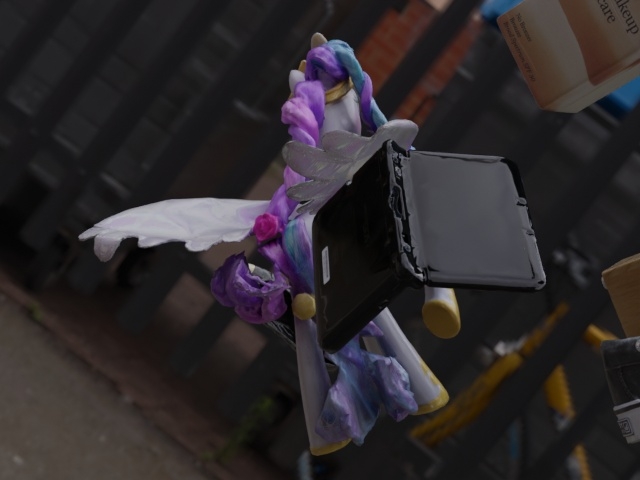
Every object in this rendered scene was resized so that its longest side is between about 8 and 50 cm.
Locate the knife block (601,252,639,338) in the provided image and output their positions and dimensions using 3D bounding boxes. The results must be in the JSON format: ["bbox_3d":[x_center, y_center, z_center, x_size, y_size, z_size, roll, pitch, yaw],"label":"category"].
[{"bbox_3d":[0.404,0.046,1.391,0.088,0.242,0.276,-18,87,-63],"label":"knife block"}]

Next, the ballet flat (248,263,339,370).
[{"bbox_3d":[-0.038,0.084,1.697,0.173,0.057,0.049,40,-8,-8],"label":"ballet flat"}]

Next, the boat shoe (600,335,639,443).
[{"bbox_3d":[0.383,0.078,1.222,0.113,0.306,0.105,52,22,-80],"label":"boat shoe"}]

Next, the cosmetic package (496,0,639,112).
[{"bbox_3d":[0.406,-0.306,1.979,0.129,0.296,0.153,-4,65,-57],"label":"cosmetic package"}]

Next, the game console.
[{"bbox_3d":[0.055,0.006,0.810,0.071,0.107,0.122,32,29,-24],"label":"game console"}]

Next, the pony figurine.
[{"bbox_3d":[0.000,0.000,1.368,0.351,0.303,0.363,-32,105,-62],"label":"pony figurine"}]
